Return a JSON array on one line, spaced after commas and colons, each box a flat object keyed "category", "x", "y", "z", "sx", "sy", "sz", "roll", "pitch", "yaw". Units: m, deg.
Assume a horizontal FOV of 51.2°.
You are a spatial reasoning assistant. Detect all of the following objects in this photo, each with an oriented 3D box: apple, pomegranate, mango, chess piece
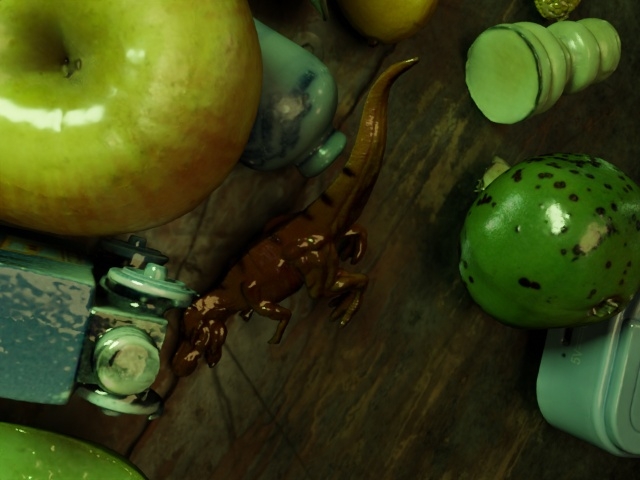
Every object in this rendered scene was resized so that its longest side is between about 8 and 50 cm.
[{"category": "apple", "x": -0.186, "y": -0.140, "z": 0.551, "sx": 0.286, "sy": 0.233, "sz": 0.285, "roll": 0, "pitch": 99, "yaw": 0}, {"category": "pomegranate", "x": 0.299, "y": -0.005, "z": 0.893, "sx": 0.254, "sy": 0.270, "sz": 0.254, "roll": -27, "pitch": 147, "yaw": -19}, {"category": "mango", "x": 0.075, "y": -0.353, "z": 0.800, "sx": 0.147, "sy": 0.109, "sz": 0.227, "roll": -15, "pitch": 104, "yaw": -3}, {"category": "chess piece", "x": 0.338, "y": -0.255, "z": 0.951, "sx": 0.243, "sy": 0.133, "sz": 0.133, "roll": -21, "pitch": 105, "yaw": -30}]

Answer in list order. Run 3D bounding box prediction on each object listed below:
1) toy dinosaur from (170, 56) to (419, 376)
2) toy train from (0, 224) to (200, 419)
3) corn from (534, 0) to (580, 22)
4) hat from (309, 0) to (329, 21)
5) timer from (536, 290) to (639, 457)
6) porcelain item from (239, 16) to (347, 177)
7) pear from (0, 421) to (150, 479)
[{"category": "toy dinosaur", "x": 0.000, "y": 0.000, "z": 0.762, "sx": 0.432, "sy": 0.097, "sz": 0.208, "roll": -51, "pitch": 140, "yaw": 13}, {"category": "toy train", "x": -0.226, "y": 0.051, "z": 0.565, "sx": 0.202, "sy": 0.300, "sz": 0.131, "roll": 15, "pitch": 90, "yaw": -22}, {"category": "corn", "x": 0.321, "y": -0.415, "z": 0.953, "sx": 0.068, "sy": 0.068, "sz": 0.207, "roll": -30, "pitch": 109, "yaw": -24}, {"category": "hat", "x": -0.078, "y": -0.344, "z": 0.684, "sx": 0.130, "sy": 0.257, "sz": 0.257, "roll": -10, "pitch": 101, "yaw": 4}, {"category": "timer", "x": 0.526, "y": 0.149, "z": 1.062, "sx": 0.395, "sy": 0.173, "sz": 0.394, "roll": -3, "pitch": 97, "yaw": -28}, {"category": "porcelain item", "x": -0.080, "y": -0.177, "z": 0.720, "sx": 0.259, "sy": 0.141, "sz": 0.141, "roll": 45, "pitch": 73, "yaw": -16}, {"category": "pear", "x": -0.325, "y": 0.284, "z": 0.629, "sx": 0.239, "sy": 0.139, "sz": 0.288, "roll": 34, "pitch": 82, "yaw": -12}]
